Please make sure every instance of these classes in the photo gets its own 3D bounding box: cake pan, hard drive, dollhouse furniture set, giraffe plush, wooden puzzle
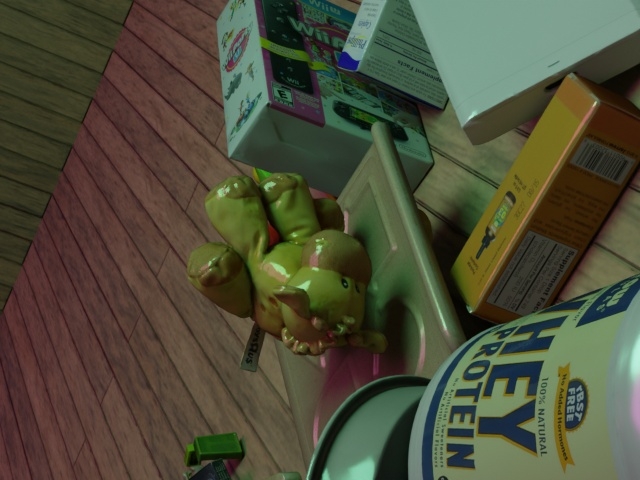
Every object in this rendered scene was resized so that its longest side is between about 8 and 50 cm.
[{"bbox_3d":[0.106,0.239,1.045,0.054,0.293,0.293,-22,49,41],"label":"cake pan"},{"bbox_3d":[0.201,-0.241,1.400,0.203,0.040,0.307,-27,40,11],"label":"hard drive"},{"bbox_3d":[-0.148,0.321,1.848,0.076,0.059,0.151,-115,30,-49],"label":"dollhouse furniture set"},{"bbox_3d":[-0.019,0.042,1.362,0.170,0.181,0.210,13,104,59],"label":"giraffe plush"},{"bbox_3d":[0.057,0.102,1.459,0.322,0.080,0.348,-106,32,-42],"label":"wooden puzzle"}]

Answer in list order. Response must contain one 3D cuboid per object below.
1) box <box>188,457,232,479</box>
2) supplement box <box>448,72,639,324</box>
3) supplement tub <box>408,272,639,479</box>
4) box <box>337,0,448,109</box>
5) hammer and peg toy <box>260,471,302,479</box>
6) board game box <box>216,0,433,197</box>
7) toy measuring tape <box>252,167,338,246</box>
[{"bbox_3d":[-0.130,0.327,1.755,0.067,0.018,0.083,-42,69,47],"label":"box"},{"bbox_3d":[0.213,-0.032,1.289,0.233,0.080,0.078,-59,24,18],"label":"supplement box"},{"bbox_3d":[0.232,0.138,0.903,0.325,0.235,0.235,-30,45,56],"label":"supplement tub"},{"bbox_3d":[0.106,-0.241,1.631,0.137,0.126,0.072,-67,25,3],"label":"box"},{"bbox_3d":[-0.058,0.434,1.404,0.266,0.127,0.361,-35,59,53],"label":"hammer and peg toy"},{"bbox_3d":[-0.003,-0.186,1.699,0.097,0.224,0.303,-56,27,30],"label":"board game box"},{"bbox_3d":[0.000,0.000,1.724,0.121,0.121,0.330,-60,42,20],"label":"toy measuring tape"}]
